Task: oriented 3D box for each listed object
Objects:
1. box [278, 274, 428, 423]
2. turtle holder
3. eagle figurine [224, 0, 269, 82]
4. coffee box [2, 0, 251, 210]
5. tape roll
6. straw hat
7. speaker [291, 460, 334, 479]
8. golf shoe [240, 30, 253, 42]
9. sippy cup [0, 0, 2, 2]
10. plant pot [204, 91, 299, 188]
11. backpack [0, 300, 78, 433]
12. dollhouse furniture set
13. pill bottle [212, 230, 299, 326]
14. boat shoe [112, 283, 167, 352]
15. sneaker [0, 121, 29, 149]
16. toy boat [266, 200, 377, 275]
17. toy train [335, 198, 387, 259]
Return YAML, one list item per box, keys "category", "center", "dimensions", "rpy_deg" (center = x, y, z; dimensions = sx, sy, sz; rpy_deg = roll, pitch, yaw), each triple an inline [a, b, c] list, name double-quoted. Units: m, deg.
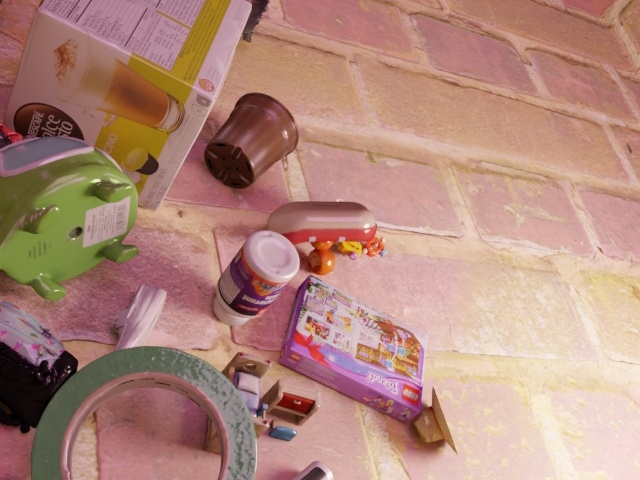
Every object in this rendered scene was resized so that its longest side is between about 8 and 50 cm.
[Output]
- category: "box"
  center: [0.073, 0.215, 1.664]
  dimensions: [0.293, 0.057, 0.201]
  rpy_deg: [28, 42, -12]
- category: "turtle holder"
  center: [-0.479, -0.041, 1.401]
  dimensions: [0.320, 0.243, 0.227]
  rpy_deg: [-40, 63, -12]
- category: "eagle figurine"
  center: [-0.275, -0.507, 1.867]
  dimensions: [0.226, 0.298, 0.225]
  rpy_deg: [-14, 64, -42]
- category: "coffee box"
  center: [-0.375, -0.330, 1.614]
  dimensions: [0.334, 0.337, 0.338]
  rpy_deg: [25, 44, -14]
- category: "tape roll"
  center: [-0.257, 0.320, 1.231]
  dimensions: [0.321, 0.077, 0.321]
  rpy_deg: [4, 67, -10]
- category: "straw hat"
  center: [0.216, 0.361, 1.631]
  dimensions: [0.061, 0.144, 0.144]
  rpy_deg: [-20, 59, 3]
- category: "speaker"
  center: [-0.039, 0.430, 1.400]
  dimensions: [0.055, 0.055, 0.136]
  rpy_deg: [50, 43, 12]
- category: "golf shoe"
  center: [-0.238, -0.604, 2.148]
  dimensions: [0.120, 0.105, 0.273]
  rpy_deg: [-5, 50, -20]
- category: "sippy cup"
  center: [-0.730, -0.555, 1.634]
  dimensions: [0.224, 0.305, 0.240]
  rpy_deg: [42, 16, -37]
- category: "plant pot"
  center: [-0.157, -0.208, 1.804]
  dimensions: [0.167, 0.167, 0.165]
  rpy_deg: [38, 49, -1]
- category: "backpack"
  center: [-0.468, 0.181, 1.265]
  dimensions: [0.182, 0.152, 0.115]
  rpy_deg: [36, 26, 2]
- category: "dollhouse furniture set"
  center: [-0.086, 0.295, 1.428]
  dimensions: [0.184, 0.129, 0.129]
  rpy_deg: [19, 46, -21]
- category: "pill bottle"
  center: [-0.127, 0.077, 1.541]
  dimensions: [0.108, 0.193, 0.108]
  rpy_deg: [19, 46, -21]
- category: "boat shoe"
  center: [-0.326, 0.142, 1.446]
  dimensions: [0.063, 0.066, 0.184]
  rpy_deg: [20, 46, 0]
- category: "sneaker"
  center: [-0.634, -0.193, 1.490]
  dimensions: [0.276, 0.097, 0.135]
  rpy_deg: [45, 40, 5]
- category: "toy boat"
  center: [0.000, 0.000, 1.748]
  dimensions: [0.231, 0.151, 0.151]
  rpy_deg: [0, 13, -8]
- category: "toy train"
  center: [0.067, -0.009, 1.869]
  dimensions: [0.166, 0.046, 0.125]
  rpy_deg: [47, 41, 4]
